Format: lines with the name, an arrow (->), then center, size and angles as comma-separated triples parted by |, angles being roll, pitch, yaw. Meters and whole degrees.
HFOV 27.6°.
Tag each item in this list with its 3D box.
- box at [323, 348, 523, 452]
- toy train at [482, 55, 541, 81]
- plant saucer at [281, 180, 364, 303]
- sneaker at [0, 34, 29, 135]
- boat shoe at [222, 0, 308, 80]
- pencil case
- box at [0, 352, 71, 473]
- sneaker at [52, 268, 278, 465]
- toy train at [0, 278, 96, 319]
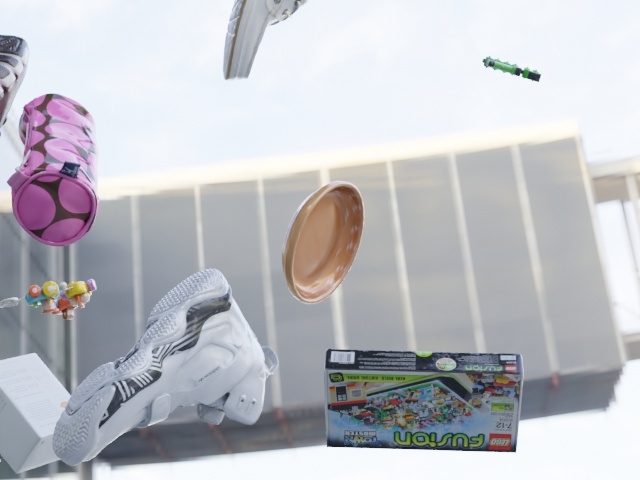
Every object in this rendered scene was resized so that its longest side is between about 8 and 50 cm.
box -> 0.109, 0.171, 1.387 | 0.207, 0.036, 0.114 | 1, -55, 4
toy train -> 0.256, -0.229, 1.739 | 0.083, 0.017, 0.024 | 15, 15, -9
plant saucer -> 0.000, 0.000, 2.027 | 0.037, 0.200, 0.200 | 21, -13, 28
sneaker -> -0.393, -0.099, 1.417 | 0.106, 0.281, 0.163 | 8, -50, 15
boat shoe -> -0.058, -0.339, 1.757 | 0.096, 0.277, 0.098 | 17, 3, -16
pencil case -> -0.282, -0.084, 1.376 | 0.098, 0.209, 0.095 | 29, -72, -24
box -> -0.495, 0.287, 2.185 | 0.091, 0.170, 0.130 | -52, -21, 24
sneaker -> -0.213, 0.230, 1.915 | 0.210, 0.366, 0.137 | 50, -30, -17
toy train -> -0.432, 0.105, 2.116 | 0.125, 0.046, 0.166 | -27, -14, 28
